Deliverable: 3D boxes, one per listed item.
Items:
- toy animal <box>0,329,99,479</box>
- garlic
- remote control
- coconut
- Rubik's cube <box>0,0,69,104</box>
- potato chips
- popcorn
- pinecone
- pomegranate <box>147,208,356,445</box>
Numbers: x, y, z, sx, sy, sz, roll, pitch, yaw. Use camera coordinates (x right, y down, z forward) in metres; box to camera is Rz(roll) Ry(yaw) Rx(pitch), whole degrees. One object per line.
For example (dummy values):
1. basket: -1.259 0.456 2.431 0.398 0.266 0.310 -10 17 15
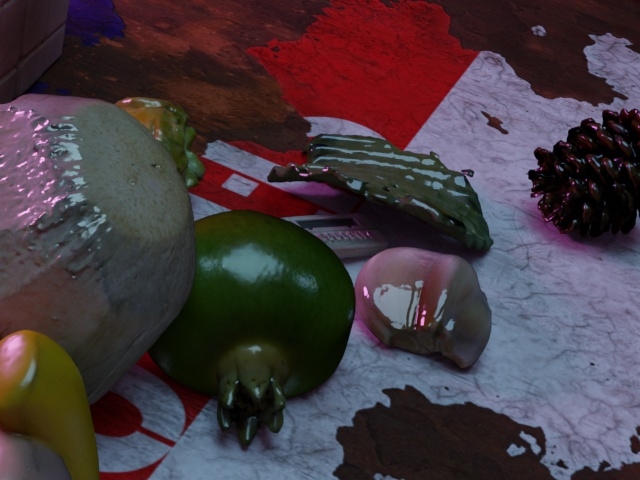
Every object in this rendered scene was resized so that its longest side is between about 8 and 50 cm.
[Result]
1. toy animal: -0.387 0.283 1.536 0.246 0.277 0.345 -2 67 5
2. garlic: 0.162 0.079 2.110 0.217 0.110 0.228 13 34 3
3. remote control: 0.001 -0.001 2.203 0.230 0.049 0.090 -4 36 -39
4. coconut: -0.356 0.026 1.746 0.344 0.415 0.415 26 25 -34
5. Rubik's cube: -0.628 -0.440 2.355 0.321 0.319 0.316 20 33 6
6. potato chips: 0.117 -0.088 2.326 0.389 0.097 0.373 22 19 13
7. popcorn: -0.290 -0.130 2.171 0.204 0.184 0.221 -9 32 20
8. pinecone: 0.502 -0.110 2.419 0.272 0.224 0.224 -27 48 -14
9. pomegranate: -0.093 0.097 1.888 0.309 0.216 0.359 10 35 -14
